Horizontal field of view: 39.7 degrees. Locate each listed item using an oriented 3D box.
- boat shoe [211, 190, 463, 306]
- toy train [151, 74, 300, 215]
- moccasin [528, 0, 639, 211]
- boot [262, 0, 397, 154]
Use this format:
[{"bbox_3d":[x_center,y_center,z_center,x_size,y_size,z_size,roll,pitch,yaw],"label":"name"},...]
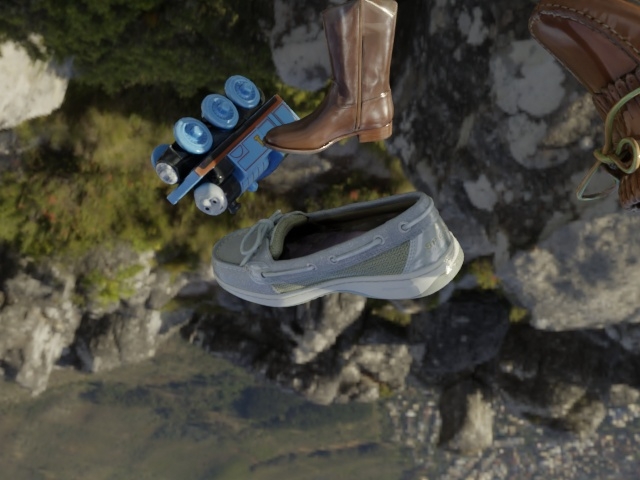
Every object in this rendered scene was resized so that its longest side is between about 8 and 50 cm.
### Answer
[{"bbox_3d":[0.000,0.002,0.980,0.320,0.118,0.103,0,129,39],"label":"boat shoe"},{"bbox_3d":[-0.096,-0.099,0.935,0.105,0.184,0.080,44,135,-6],"label":"toy train"},{"bbox_3d":[0.315,-0.068,0.787,0.147,0.380,0.139,-39,178,-3],"label":"moccasin"},{"bbox_3d":[0.005,-0.124,0.651,0.106,0.037,0.114,-12,128,-12],"label":"boot"}]
